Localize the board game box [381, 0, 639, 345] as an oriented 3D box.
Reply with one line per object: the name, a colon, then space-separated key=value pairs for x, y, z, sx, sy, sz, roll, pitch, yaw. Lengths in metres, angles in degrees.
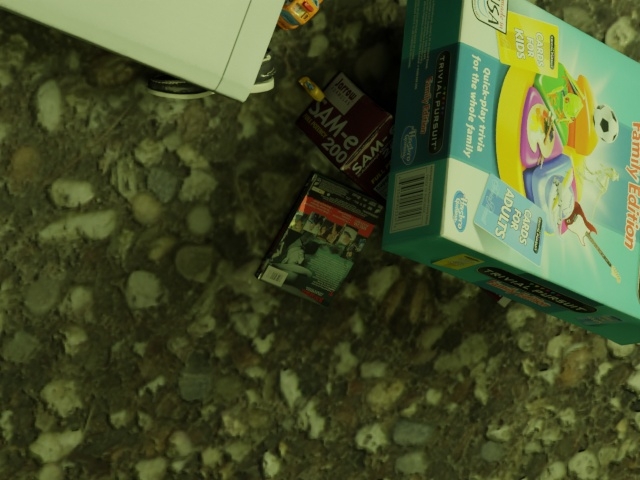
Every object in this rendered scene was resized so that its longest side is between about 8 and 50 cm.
board game box: x=0.212 y=-0.070 z=1.799 sx=0.336 sy=0.079 sz=0.253 roll=21 pitch=67 yaw=-39

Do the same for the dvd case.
dvd case: x=0.000 y=0.000 z=1.890 sx=0.087 sy=0.013 sz=0.119 roll=22 pitch=102 yaw=-29

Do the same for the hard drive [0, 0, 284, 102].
hard drive: x=-0.174 y=-0.282 z=1.631 sx=0.353 sy=0.047 sz=0.233 roll=20 pitch=91 yaw=-32

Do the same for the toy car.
toy car: x=-0.004 y=-0.187 z=1.787 sx=0.060 sy=0.040 sz=0.122 roll=-31 pitch=120 yaw=-7

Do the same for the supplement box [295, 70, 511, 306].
supplement box: x=0.097 y=-0.048 z=1.840 sx=0.239 sy=0.130 sz=0.073 roll=39 pitch=95 yaw=-30

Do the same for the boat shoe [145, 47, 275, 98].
boat shoe: x=-0.099 y=-0.153 z=1.761 sx=0.125 sy=0.046 sz=0.038 roll=-7 pitch=115 yaw=-23
